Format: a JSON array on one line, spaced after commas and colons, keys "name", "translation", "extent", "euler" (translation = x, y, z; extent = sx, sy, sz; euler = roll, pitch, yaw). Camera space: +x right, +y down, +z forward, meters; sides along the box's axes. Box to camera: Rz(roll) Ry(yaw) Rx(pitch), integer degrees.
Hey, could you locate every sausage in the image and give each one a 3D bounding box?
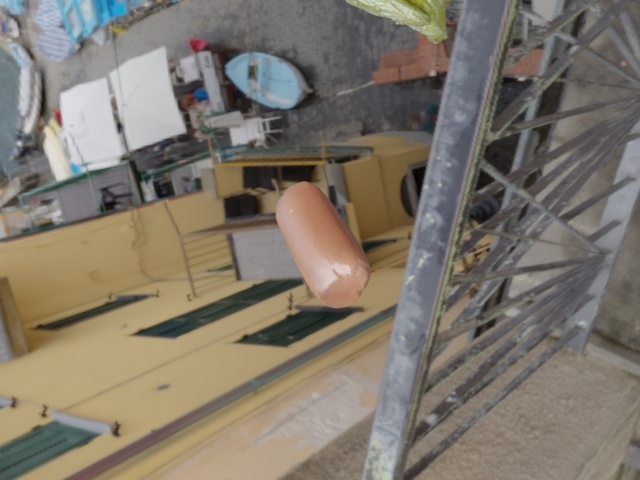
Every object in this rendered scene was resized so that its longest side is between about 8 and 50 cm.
[{"name": "sausage", "translation": [0.000, 0.000, 0.357], "extent": [0.083, 0.034, 0.034], "euler": [-120, 39, -49]}]

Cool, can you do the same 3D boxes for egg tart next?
[{"name": "egg tart", "translation": [0.103, -0.348, 0.972], "extent": [0.197, 0.197, 0.078], "euler": [33, 106, 31]}]
